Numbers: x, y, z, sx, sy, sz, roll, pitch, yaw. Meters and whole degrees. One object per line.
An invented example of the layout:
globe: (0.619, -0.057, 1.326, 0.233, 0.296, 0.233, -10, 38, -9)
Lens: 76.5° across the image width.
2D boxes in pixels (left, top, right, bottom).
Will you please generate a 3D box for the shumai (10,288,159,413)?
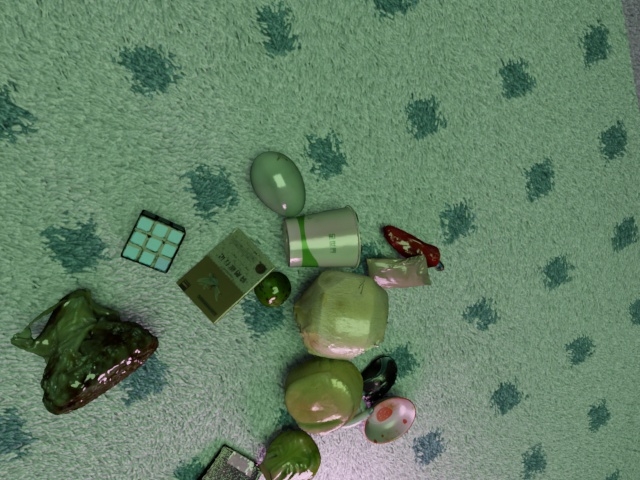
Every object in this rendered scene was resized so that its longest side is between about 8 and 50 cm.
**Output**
shumai: (-0.760, 0.328, 1.331, 0.395, 0.395, 0.348, -36, 81, -11)

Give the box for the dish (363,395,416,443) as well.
dish: (0.297, 0.788, 1.839, 0.261, 0.085, 0.260, -7, 113, -16)

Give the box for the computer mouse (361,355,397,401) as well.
computer mouse: (0.257, 0.624, 1.809, 0.233, 0.096, 0.137, -44, 109, -10)

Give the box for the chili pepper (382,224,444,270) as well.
chili pepper: (0.417, 0.038, 1.775, 0.388, 0.110, 0.110, 26, 89, -21)

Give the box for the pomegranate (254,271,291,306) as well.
pomegranate: (-0.188, 0.179, 1.582, 0.143, 0.122, 0.169, -22, 105, -12)

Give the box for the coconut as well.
coconut: (0.073, 0.291, 1.579, 0.361, 0.346, 0.345, 9, 95, 1)

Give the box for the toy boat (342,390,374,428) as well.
toy boat: (0.124, 0.733, 1.745, 0.208, 0.079, 0.134, -33, 75, 18)

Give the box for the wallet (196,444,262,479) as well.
wallet: (-0.390, 0.998, 1.668, 0.221, 0.071, 0.262, 39, 81, -14)

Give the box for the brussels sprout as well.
brussels sprout: (-0.119, 0.905, 1.672, 0.244, 0.244, 0.243, -3, 98, -18)

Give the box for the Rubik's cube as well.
Rubik's cube: (-0.575, 0.001, 1.408, 0.162, 0.163, 0.160, 26, 89, -24)

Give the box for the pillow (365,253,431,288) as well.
pillow: (0.335, 0.133, 1.737, 0.271, 0.067, 0.173, -6, 120, 6)

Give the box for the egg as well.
egg: (-0.152, -0.205, 1.508, 0.183, 0.183, 0.264, -35, 111, -11)

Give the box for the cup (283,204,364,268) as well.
cup: (0.000, 0.000, 1.567, 0.274, 0.253, 0.252, -7, 100, -12)

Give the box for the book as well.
book: (-0.354, 0.130, 1.531, 0.310, 0.021, 0.217, -43, 85, -9)

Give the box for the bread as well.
bread: (0.015, 0.606, 1.635, 0.321, 0.237, 0.320, 2, 106, 6)
